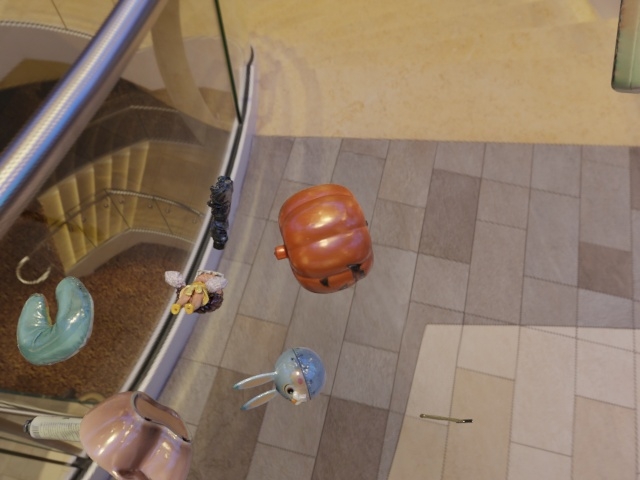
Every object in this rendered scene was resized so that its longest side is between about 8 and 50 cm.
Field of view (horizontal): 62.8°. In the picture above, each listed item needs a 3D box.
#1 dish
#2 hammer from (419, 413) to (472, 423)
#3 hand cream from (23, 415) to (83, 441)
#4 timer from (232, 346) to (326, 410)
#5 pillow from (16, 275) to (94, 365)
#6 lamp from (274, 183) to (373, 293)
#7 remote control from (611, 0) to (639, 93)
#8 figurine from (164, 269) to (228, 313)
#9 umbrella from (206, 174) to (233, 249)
[{"bbox_3d":[-0.301,0.336,0.911,0.213,0.213,0.090,39,85,18],"label":"dish"},{"bbox_3d":[0.376,0.537,1.580,0.199,0.062,0.013,19,62,-34],"label":"hammer"},{"bbox_3d":[-0.575,0.435,1.205,0.234,0.080,0.050,-1,23,15],"label":"hand cream"},{"bbox_3d":[-0.095,0.412,1.493,0.255,0.175,0.175,-34,67,-30],"label":"timer"},{"bbox_3d":[-0.672,0.204,1.329,0.233,0.086,0.214,-28,65,17],"label":"pillow"},{"bbox_3d":[0.000,0.000,0.893,0.164,0.187,0.187,-17,64,-3],"label":"lamp"},{"bbox_3d":[0.405,-0.353,0.623,0.050,0.344,0.145,14,24,41],"label":"remote control"},{"bbox_3d":[-0.336,0.145,1.438,0.175,0.240,0.115,6,91,5],"label":"figurine"},{"bbox_3d":[-0.279,-0.072,1.447,0.071,0.224,0.080,17,37,10],"label":"umbrella"}]
